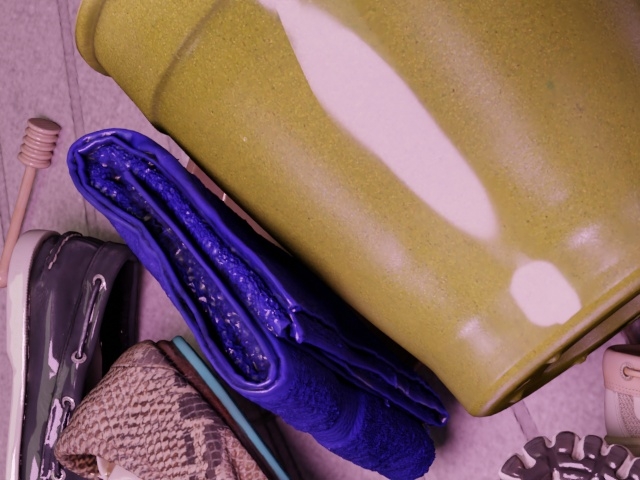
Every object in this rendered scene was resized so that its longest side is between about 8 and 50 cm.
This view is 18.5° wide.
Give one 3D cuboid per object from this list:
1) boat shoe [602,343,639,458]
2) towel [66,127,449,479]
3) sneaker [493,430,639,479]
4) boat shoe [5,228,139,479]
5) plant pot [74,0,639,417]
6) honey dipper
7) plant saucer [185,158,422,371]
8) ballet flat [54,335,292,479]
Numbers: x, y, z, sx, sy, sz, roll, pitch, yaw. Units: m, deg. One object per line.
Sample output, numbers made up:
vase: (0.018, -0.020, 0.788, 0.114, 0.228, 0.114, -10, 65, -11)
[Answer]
boat shoe: (0.302, 0.096, 1.226, 0.302, 0.109, 0.098, -8, 87, 45)
towel: (-0.029, 0.044, 1.333, 0.076, 0.308, 0.228, -41, 63, 4)
sneaker: (0.264, 0.229, 1.227, 0.330, 0.147, 0.130, 25, 72, 27)
boat shoe: (-0.185, 0.160, 1.624, 0.113, 0.127, 0.340, -1, 88, 17)
plant pot: (0.092, -0.091, 1.263, 0.366, 0.366, 0.353, -44, 76, 32)
honey dipper: (-0.265, -0.030, 1.738, 0.030, 0.030, 0.161, 32, 113, 34)
plant saucer: (0.000, 0.000, 1.513, 0.278, 0.041, 0.278, 1, 91, 39)
ballet flat: (-0.024, 0.264, 1.443, 0.182, 0.164, 0.483, -45, 59, -10)
